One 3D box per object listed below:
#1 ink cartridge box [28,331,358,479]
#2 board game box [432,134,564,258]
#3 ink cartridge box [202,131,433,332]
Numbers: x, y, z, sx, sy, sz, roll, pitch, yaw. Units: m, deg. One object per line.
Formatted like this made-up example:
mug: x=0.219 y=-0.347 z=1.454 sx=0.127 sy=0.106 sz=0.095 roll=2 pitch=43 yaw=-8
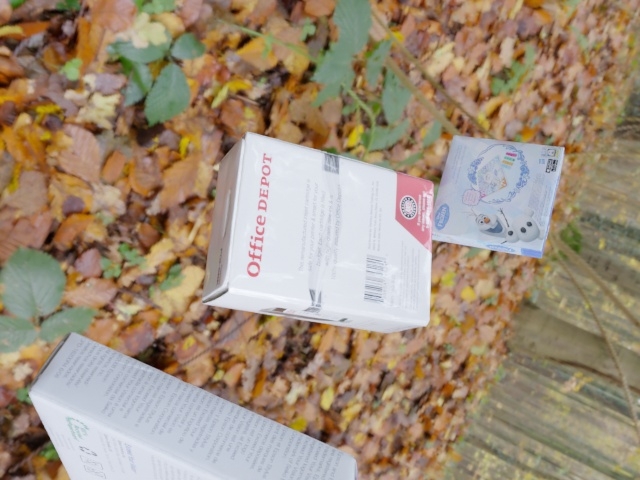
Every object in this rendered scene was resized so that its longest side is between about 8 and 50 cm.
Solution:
ink cartridge box: x=-0.076 y=0.239 z=0.623 sx=0.324 sy=0.330 sz=0.071 roll=106 pitch=8 yaw=-54
board game box: x=0.140 y=-0.037 z=0.555 sx=0.020 sy=0.090 sz=0.090 roll=52 pitch=53 yaw=-62
ink cartridge box: x=0.000 y=0.000 z=0.441 sx=0.056 sy=0.135 sz=0.099 roll=-28 pitch=-126 yaw=61
